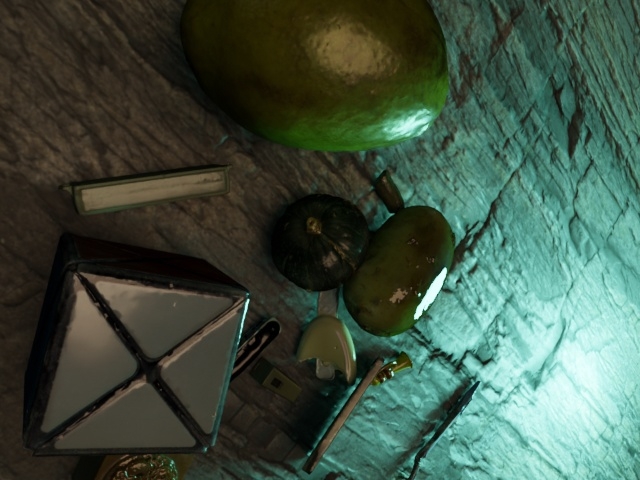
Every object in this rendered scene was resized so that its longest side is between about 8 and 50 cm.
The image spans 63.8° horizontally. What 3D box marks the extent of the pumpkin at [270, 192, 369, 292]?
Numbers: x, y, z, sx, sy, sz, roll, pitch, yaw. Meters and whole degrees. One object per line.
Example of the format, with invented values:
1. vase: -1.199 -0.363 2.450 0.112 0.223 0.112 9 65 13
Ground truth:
1. pumpkin: -0.001 0.001 0.958 0.190 0.190 0.146 -29 139 -23

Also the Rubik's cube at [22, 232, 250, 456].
1. Rubik's cube: -0.283 0.149 0.779 0.254 0.259 0.260 14 95 -29

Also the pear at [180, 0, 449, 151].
1. pear: -0.005 -0.297 0.801 0.413 0.352 0.352 14 92 -12

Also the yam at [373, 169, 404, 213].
1. yam: 0.146 -0.102 1.099 0.043 0.043 0.094 -44 115 -16

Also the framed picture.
1. framed picture: 0.047 0.350 1.058 0.023 0.189 0.260 34 77 10

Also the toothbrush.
1. toothbrush: 0.278 0.508 1.282 0.413 0.042 0.035 -44 153 -17

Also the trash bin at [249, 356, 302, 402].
1. trash bin: -0.087 0.278 1.022 0.092 0.061 0.043 42 77 -31

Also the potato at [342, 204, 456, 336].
1. potato: 0.166 0.062 1.050 0.307 0.173 0.210 -55 142 -17

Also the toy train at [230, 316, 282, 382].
1. toy train: -0.158 0.224 0.978 0.207 0.047 0.043 -43 117 -18

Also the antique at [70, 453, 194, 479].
1. antique: -0.313 0.379 0.860 0.146 0.148 0.152 27 87 -28

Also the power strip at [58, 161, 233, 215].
1. power strip: -0.275 -0.085 0.841 0.272 0.078 0.052 -13 106 -27

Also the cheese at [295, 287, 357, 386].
1. cheese: 0.017 0.171 1.050 0.127 0.050 0.235 3 87 13

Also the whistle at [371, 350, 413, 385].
1. whistle: 0.159 0.295 1.166 0.109 0.057 0.046 -26 85 -22
